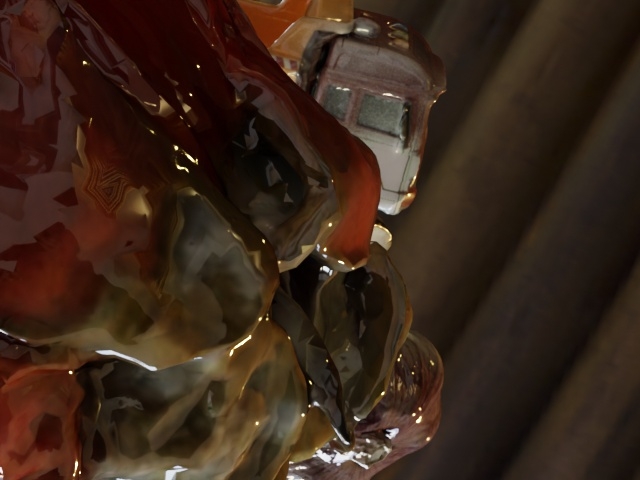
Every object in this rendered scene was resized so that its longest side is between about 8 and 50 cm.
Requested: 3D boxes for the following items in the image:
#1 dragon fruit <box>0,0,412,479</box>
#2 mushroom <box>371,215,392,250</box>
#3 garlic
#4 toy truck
[{"bbox_3d":[-0.158,-0.024,0.468,0.342,0.277,0.277,27,-84,30],"label":"dragon fruit"},{"bbox_3d":[0.000,0.000,0.992,0.019,0.101,0.049,52,-58,26],"label":"mushroom"},{"bbox_3d":[0.020,0.131,1.466,0.147,0.159,0.102,106,-35,-44],"label":"garlic"},{"bbox_3d":[-0.062,-0.104,1.206,0.114,0.270,0.135,-85,-171,-66],"label":"toy truck"}]
